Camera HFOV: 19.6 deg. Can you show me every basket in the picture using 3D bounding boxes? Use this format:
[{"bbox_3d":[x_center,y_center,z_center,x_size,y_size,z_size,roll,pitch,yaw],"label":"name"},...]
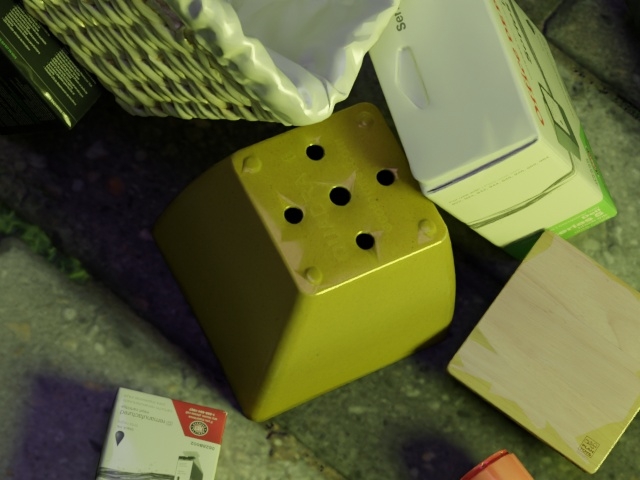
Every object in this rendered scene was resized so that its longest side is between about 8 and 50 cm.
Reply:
[{"bbox_3d":[-0.099,-0.306,1.520,0.328,0.266,0.331,46,61,-30],"label":"basket"}]

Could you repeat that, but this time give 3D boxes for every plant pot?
[{"bbox_3d":[0.000,0.000,1.613,0.212,0.187,0.212,-22,72,-21],"label":"plant pot"}]

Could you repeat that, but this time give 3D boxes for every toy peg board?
[{"bbox_3d":[0.221,0.105,1.685,0.161,0.079,0.160,36,80,6],"label":"toy peg board"}]

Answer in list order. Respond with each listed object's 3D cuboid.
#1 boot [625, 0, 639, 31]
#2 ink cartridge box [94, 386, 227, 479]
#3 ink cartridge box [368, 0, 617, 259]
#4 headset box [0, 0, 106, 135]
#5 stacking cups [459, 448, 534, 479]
[{"bbox_3d":[0.542,-0.109,1.786,0.367,0.146,0.445,-19,65,-4],"label":"boot"},{"bbox_3d":[-0.141,0.204,1.562,0.099,0.056,0.135,13,63,-7],"label":"ink cartridge box"},{"bbox_3d":[0.150,-0.116,1.643,0.115,0.273,0.198,-25,70,15],"label":"ink cartridge box"},{"bbox_3d":[-0.247,-0.278,1.655,0.246,0.131,0.283,51,61,-28],"label":"headset box"},{"bbox_3d":[0.229,0.319,1.566,0.096,0.096,0.316,-32,76,-23],"label":"stacking cups"}]
